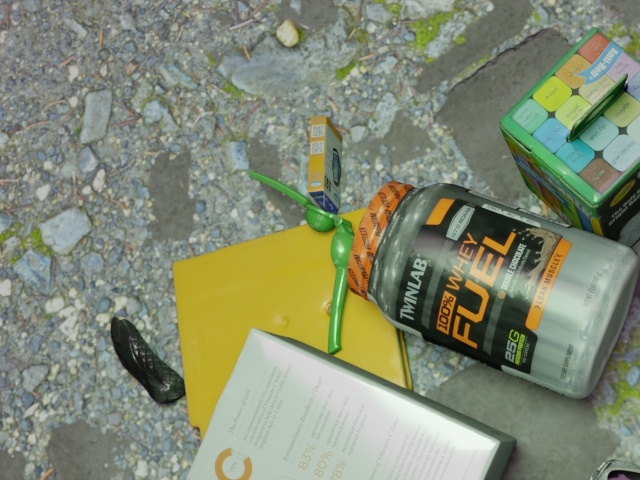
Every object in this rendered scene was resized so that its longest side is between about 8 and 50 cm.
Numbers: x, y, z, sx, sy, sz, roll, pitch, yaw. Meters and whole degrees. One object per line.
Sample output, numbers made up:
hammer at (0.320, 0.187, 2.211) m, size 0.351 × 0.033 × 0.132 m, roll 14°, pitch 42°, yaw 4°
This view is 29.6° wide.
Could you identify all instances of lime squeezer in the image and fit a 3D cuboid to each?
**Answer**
lime squeezer at (0.000, 0.000, 1.712) m, size 0.110 × 0.059 × 0.310 m, roll -44°, pitch 60°, yaw 34°

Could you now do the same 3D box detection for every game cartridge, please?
game cartridge at (-0.046, 0.124, 1.732) m, size 0.324 × 0.053 × 0.285 m, roll -16°, pitch 66°, yaw 16°

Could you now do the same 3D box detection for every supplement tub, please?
supplement tub at (0.219, 0.052, 1.562) m, size 0.338 × 0.207 × 0.207 m, roll 20°, pitch 78°, yaw 20°

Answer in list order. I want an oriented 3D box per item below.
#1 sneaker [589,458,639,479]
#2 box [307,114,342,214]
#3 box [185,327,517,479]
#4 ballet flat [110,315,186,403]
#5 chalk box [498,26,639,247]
sneaker at (0.434, 0.357, 1.434) m, size 0.281 × 0.115 × 0.105 m, roll 30°, pitch 82°, yaw 26°
box at (0.006, -0.105, 1.777) m, size 0.028 × 0.081 × 0.136 m, roll -2°, pitch 69°, yaw 18°
box at (0.042, 0.278, 1.538) m, size 0.345 × 0.168 × 0.215 m, roll 23°, pitch 89°, yaw 19°
ballet flat at (-0.259, 0.176, 1.793) m, size 0.173 × 0.049 × 0.057 m, roll 48°, pitch 133°, yaw 28°
chalk box at (0.358, -0.130, 1.547) m, size 0.180 × 0.289 × 0.179 m, roll -43°, pitch 63°, yaw -1°
